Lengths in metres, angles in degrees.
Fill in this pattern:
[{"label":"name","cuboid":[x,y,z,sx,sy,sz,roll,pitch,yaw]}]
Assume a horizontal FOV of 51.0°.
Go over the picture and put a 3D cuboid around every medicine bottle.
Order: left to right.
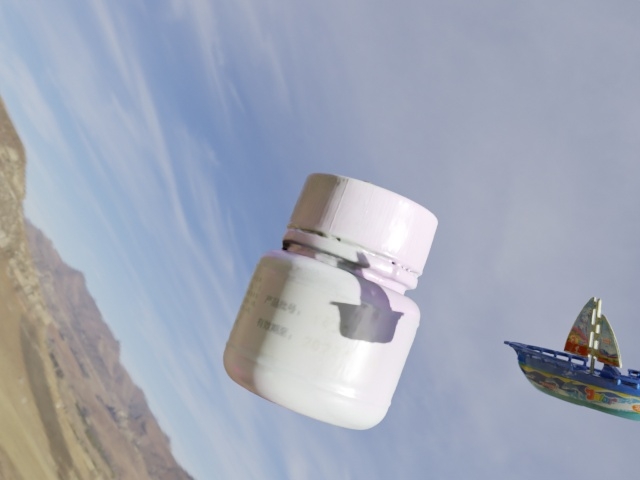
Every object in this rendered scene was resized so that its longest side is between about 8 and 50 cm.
[{"label":"medicine bottle","cuboid":[0.021,0.080,0.933,0.241,0.302,0.241,20,-5,2]}]

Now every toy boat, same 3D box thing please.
[{"label":"toy boat","cuboid":[0.273,0.112,0.678,0.175,0.091,0.110,10,-91,33]}]

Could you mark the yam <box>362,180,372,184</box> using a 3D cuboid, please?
[{"label":"yam","cuboid":[0.000,0.000,1.282,0.066,0.299,0.066,46,-5,5]}]
